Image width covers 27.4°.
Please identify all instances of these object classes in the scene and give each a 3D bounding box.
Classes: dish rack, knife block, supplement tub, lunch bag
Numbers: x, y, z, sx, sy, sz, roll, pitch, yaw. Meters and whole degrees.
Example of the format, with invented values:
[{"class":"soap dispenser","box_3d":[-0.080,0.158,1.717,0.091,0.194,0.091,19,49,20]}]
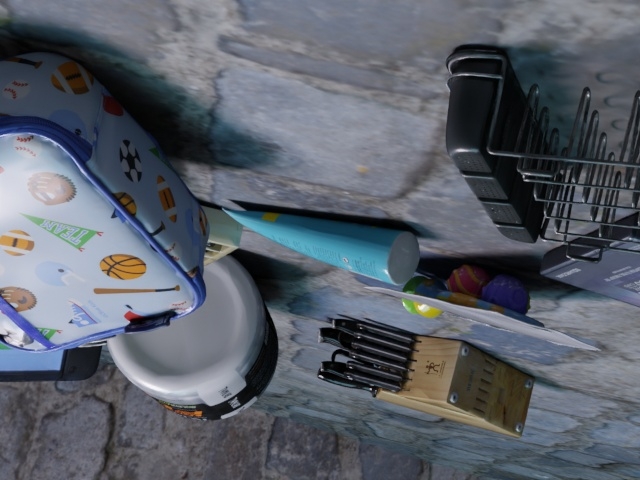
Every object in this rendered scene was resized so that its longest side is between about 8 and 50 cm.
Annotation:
[{"class":"dish rack","box_3d":[0.221,-0.037,0.838,0.271,0.074,0.208,8,166,23]},{"class":"knife block","box_3d":[0.131,0.188,1.840,0.242,0.088,0.275,4,163,44]},{"class":"supplement tub","box_3d":[-0.155,0.127,1.686,0.193,0.194,0.316,14,167,7]},{"class":"lunch bag","box_3d":[-0.245,-0.016,1.132,0.243,0.115,0.303,-14,139,17]}]

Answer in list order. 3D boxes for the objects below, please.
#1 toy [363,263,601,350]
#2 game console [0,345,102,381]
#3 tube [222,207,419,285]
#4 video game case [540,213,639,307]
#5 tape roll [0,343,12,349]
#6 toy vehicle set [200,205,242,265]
[{"class":"toy","box_3d":[0.162,0.057,1.328,0.137,0.056,0.237,19,172,-29]},{"class":"game console","box_3d":[-0.416,0.124,1.890,0.293,0.250,0.173,3,-158,-31]},{"class":"tube","box_3d":[0.000,0.000,1.307,0.207,0.052,0.080,13,163,37]},{"class":"video game case","box_3d":[0.350,0.046,1.127,0.274,0.026,0.196,19,167,-8]},{"class":"tape roll","box_3d":[-0.336,-0.007,1.295,0.321,0.077,0.321,-1,143,-1]},{"class":"toy vehicle set","box_3d":[-0.231,-0.028,1.424,0.267,0.035,0.166,14,168,-14]}]
